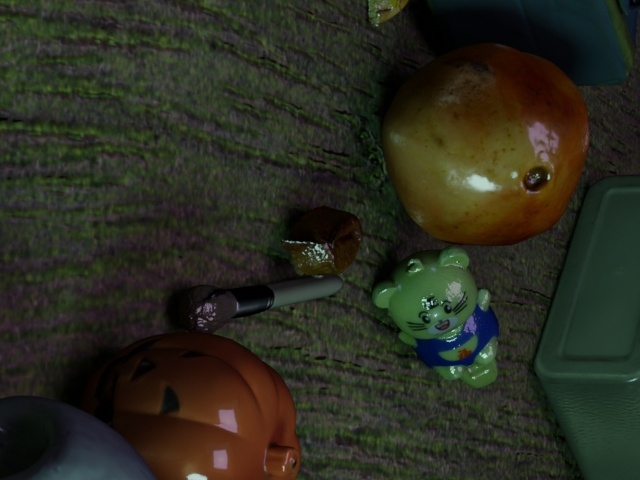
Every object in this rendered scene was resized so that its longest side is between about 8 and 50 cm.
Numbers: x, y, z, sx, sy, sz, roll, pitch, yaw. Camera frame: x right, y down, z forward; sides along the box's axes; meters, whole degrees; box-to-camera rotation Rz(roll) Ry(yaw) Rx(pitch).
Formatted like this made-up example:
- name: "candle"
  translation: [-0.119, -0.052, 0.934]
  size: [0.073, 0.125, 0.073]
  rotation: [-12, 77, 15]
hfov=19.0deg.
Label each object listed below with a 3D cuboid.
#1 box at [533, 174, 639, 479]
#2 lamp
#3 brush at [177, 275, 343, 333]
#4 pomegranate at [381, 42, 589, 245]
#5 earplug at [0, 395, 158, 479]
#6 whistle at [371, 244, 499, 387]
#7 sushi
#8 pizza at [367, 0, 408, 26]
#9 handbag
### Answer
- name: "box"
  translation: [0.425, 0.148, 2.435]
  size: [0.344, 0.177, 0.352]
  rotation: [61, 40, -41]
- name: "lamp"
  translation: [-0.092, 0.162, 1.440]
  size: [0.187, 0.163, 0.188]
  rotation: [0, 90, -66]
- name: "brush"
  translation: [-0.043, 0.046, 1.673]
  size: [0.299, 0.039, 0.042]
  rotation: [-11, 99, -63]
- name: "pomegranate"
  translation: [0.167, -0.092, 1.893]
  size: [0.209, 0.209, 0.209]
  rotation: [-1, 92, -63]
- name: "earplug"
  translation: [-0.128, 0.232, 1.250]
  size: [0.325, 0.175, 0.214]
  rotation: [37, 37, -16]
- name: "whistle"
  translation: [0.130, 0.085, 1.942]
  size: [0.227, 0.105, 0.085]
  rotation: [57, 9, -46]
- name: "sushi"
  translation: [0.000, 0.000, 1.734]
  size: [0.120, 0.055, 0.052]
  rotation: [-47, 139, -63]
- name: "pizza"
  translation: [0.068, -0.277, 1.894]
  size: [0.123, 0.026, 0.109]
  rotation: [-59, 138, -43]
- name: "handbag"
  translation: [0.228, -0.312, 1.998]
  size: [0.263, 0.222, 0.241]
  rotation: [53, 40, -51]
